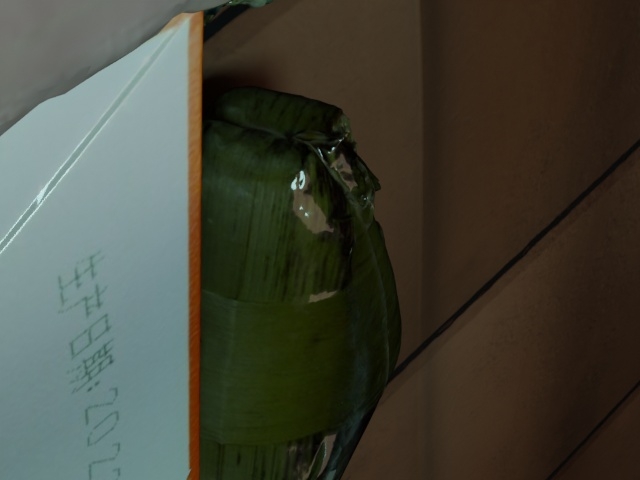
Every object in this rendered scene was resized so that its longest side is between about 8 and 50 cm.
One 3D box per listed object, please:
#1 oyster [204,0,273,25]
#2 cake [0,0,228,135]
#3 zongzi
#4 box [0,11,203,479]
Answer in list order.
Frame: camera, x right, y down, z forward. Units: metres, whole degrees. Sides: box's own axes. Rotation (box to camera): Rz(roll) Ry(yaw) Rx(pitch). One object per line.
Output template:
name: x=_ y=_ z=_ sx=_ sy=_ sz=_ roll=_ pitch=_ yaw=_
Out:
oyster: x=-0.039 y=-0.200 z=0.753 sx=0.198 sy=0.092 sz=0.259 roll=-35 pitch=149 yaw=-26
cake: x=-0.166 y=-0.186 z=0.340 sx=0.314 sy=0.307 sz=0.293 roll=-39 pitch=146 yaw=-29
zongzi: x=0.000 y=0.000 z=1.004 sx=0.300 sy=0.145 sz=0.274 roll=-48 pitch=150 yaw=-54
box: x=-0.238 y=0.061 z=0.540 sx=0.318 sy=0.257 sz=0.348 roll=-36 pitch=145 yaw=-35
